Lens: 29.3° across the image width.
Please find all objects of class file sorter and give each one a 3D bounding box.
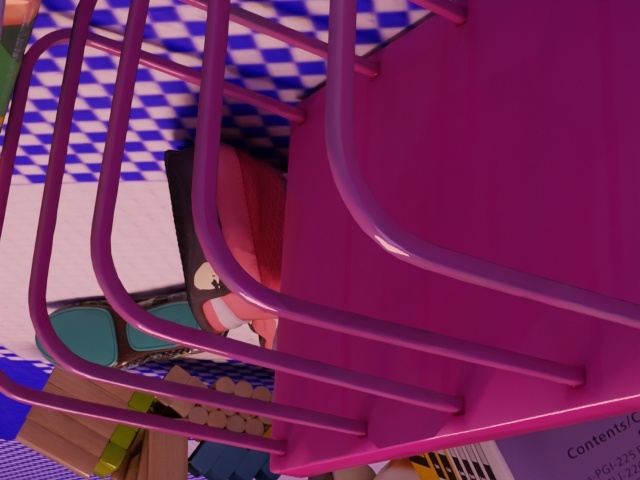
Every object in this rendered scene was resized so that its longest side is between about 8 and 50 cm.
[{"bbox_3d":[0.001,-0.034,0.487,0.182,0.202,0.291,16,156,-30],"label":"file sorter"}]

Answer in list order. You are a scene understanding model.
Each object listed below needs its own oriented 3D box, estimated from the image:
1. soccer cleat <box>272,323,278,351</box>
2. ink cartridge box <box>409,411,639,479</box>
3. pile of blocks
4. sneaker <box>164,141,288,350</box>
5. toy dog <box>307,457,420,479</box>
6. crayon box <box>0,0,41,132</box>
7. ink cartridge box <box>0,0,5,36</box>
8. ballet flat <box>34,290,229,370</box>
[{"bbox_3d":[0.044,0.001,0.669,0.068,0.196,0.076,37,158,27],"label":"soccer cleat"},{"bbox_3d":[0.138,0.121,0.667,0.130,0.271,0.309,-28,175,-8],"label":"ink cartridge box"},{"bbox_3d":[-0.138,0.208,1.293,0.362,0.148,0.112,7,160,-16],"label":"pile of blocks"},{"bbox_3d":[0.000,0.000,0.776,0.136,0.115,0.314,-15,163,10],"label":"sneaker"},{"bbox_3d":[0.029,0.331,1.230,0.408,0.284,0.395,-27,152,13],"label":"toy dog"},{"bbox_3d":[-0.241,-0.086,0.544,0.202,0.081,0.318,8,161,-18],"label":"crayon box"},{"bbox_3d":[-0.183,-0.016,0.401,0.082,0.139,0.191,18,153,-35],"label":"ink cartridge box"},{"bbox_3d":[-0.159,0.081,1.062,0.188,0.070,0.070,-5,160,29],"label":"ballet flat"}]
